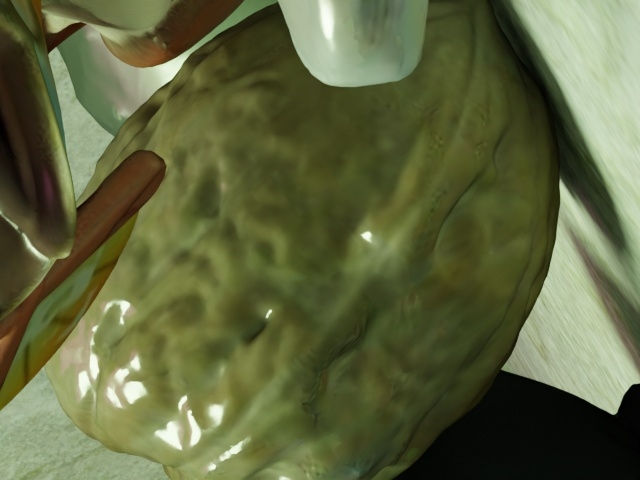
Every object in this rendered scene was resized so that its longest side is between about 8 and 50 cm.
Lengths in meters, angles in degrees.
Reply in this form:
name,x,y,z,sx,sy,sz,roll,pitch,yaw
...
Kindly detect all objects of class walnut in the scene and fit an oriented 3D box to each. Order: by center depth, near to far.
name,x,y,z,sx,sy,sz,roll,pitch,yaw
walnut,0.000,0.000,0.757,0.178,0.230,0.178,33,-167,-8

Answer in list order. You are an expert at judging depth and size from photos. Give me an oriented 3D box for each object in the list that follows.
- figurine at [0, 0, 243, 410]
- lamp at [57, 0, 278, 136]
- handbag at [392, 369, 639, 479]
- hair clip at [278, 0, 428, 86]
name,x,y,z,sx,sy,sz,roll,pitch,yaw
figurine,-0.127,-0.097,0.621,0.248,0.388,0.277,19,142,16
lamp,-0.014,-0.077,0.938,0.314,0.182,0.182,54,179,27
handbag,0.133,0.164,0.833,0.275,0.178,0.302,15,-168,-11
hair clip,-0.013,-0.144,0.300,0.146,0.075,0.257,-107,-7,-60
